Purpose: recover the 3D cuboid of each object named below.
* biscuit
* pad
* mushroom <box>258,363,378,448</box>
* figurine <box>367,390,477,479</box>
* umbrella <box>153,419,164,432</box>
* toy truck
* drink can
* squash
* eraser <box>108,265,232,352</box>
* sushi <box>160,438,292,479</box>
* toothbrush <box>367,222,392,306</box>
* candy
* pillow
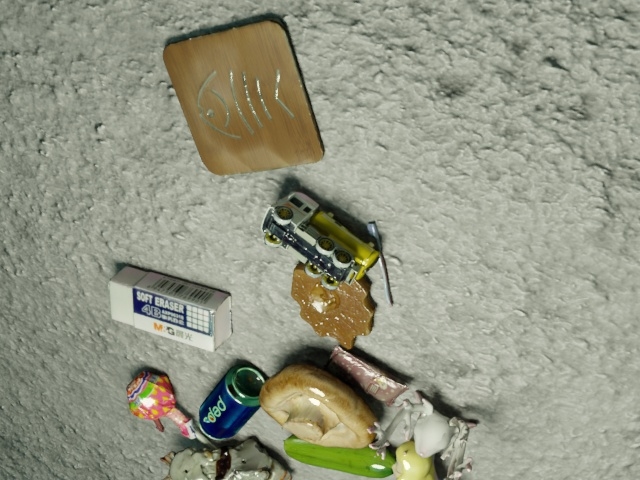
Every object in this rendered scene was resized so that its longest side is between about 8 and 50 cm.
[{"bbox_3d":[0.033,0.138,1.622,0.182,0.034,0.215,-4,119,29],"label":"biscuit"},{"bbox_3d":[-0.152,-0.264,1.479,0.284,0.018,0.286,-5,116,29],"label":"pad"},{"bbox_3d":[-0.003,0.372,1.703,0.278,0.146,0.278,16,141,14],"label":"mushroom"},{"bbox_3d":[0.223,0.465,1.589,0.207,0.284,0.315,10,111,20],"label":"figurine"},{"bbox_3d":[-0.461,0.455,2.067,0.027,0.025,0.165,-15,114,14],"label":"umbrella"},{"bbox_3d":[0.000,0.000,1.504,0.227,0.114,0.098,36,140,9],"label":"toy truck"},{"bbox_3d":[-0.213,0.393,1.847,0.118,0.118,0.205,39,127,1],"label":"drink can"},{"bbox_3d":[0.049,0.503,1.806,0.293,0.082,0.082,2,120,29],"label":"squash"},{"bbox_3d":[-0.351,0.157,1.792,0.287,0.086,0.130,15,123,18],"label":"eraser"},{"bbox_3d":[-0.242,0.583,1.943,0.332,0.124,0.129,-11,128,8],"label":"sushi"},{"bbox_3d":[0.122,0.051,1.537,0.019,0.013,0.193,1,119,33],"label":"toothbrush"},{"bbox_3d":[-0.354,0.481,1.998,0.124,0.124,0.365,-31,110,37],"label":"candy"},{"bbox_3d":[0.099,0.297,1.680,0.185,0.043,0.118,31,141,8],"label":"pillow"}]
